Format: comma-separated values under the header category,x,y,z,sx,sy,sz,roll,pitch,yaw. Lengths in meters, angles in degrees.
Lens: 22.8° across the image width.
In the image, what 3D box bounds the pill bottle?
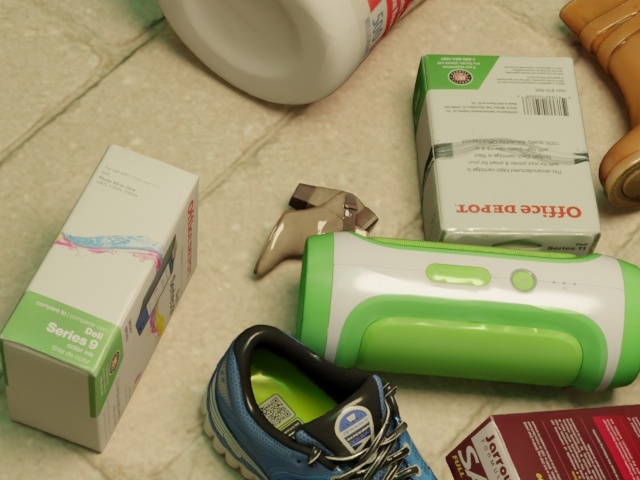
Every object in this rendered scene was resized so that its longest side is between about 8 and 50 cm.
category,x,y,z,sx,sy,sz,roll,pitch,yaw
pill bottle,0.033,-0.344,1.584,0.229,0.229,0.407,31,60,13

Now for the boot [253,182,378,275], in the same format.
category,x,y,z,sx,sy,sz,roll,pitch,yaw
boot,0.000,0.000,1.477,0.087,0.042,0.118,27,66,2

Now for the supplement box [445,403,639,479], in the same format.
category,x,y,z,sx,sy,sz,roll,pitch,yaw
supplement box,0.231,0.207,1.295,0.239,0.073,0.130,2,53,-37

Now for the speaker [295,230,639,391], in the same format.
category,x,y,z,sx,sy,sz,roll,pitch,yaw
speaker,0.130,0.063,1.397,0.296,0.131,0.131,5,58,-3

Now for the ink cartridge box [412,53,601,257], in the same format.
category,x,y,z,sx,sy,sz,roll,pitch,yaw
ink cartridge box,0.172,-0.070,1.510,0.153,0.087,0.208,2,57,-6

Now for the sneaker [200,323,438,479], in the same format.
category,x,y,z,sx,sy,sz,roll,pitch,yaw
sneaker,0.028,0.196,1.292,0.330,0.147,0.130,41,63,17

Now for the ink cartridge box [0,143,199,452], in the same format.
category,x,y,z,sx,sy,sz,roll,pitch,yaw
ink cartridge box,-0.184,0.049,1.356,0.093,0.154,0.212,19,58,6

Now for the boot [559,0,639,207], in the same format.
category,x,y,z,sx,sy,sz,roll,pitch,yaw
boot,0.317,-0.167,1.572,0.283,0.109,0.220,-34,68,-26
